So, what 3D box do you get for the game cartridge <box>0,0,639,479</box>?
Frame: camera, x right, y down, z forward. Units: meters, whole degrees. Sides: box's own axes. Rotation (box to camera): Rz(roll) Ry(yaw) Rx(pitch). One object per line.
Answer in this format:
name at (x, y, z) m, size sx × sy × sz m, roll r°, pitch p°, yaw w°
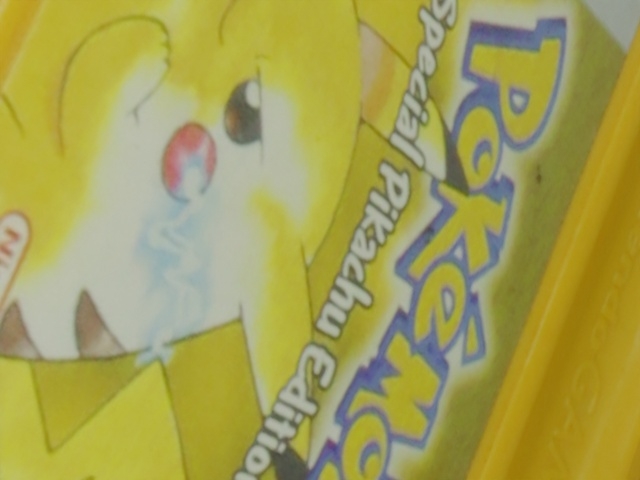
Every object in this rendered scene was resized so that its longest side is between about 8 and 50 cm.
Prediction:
game cartridge at (0.000, 0.000, 0.421) m, size 0.052 × 0.323 × 0.285 m, roll 12°, pitch 74°, yaw 41°
